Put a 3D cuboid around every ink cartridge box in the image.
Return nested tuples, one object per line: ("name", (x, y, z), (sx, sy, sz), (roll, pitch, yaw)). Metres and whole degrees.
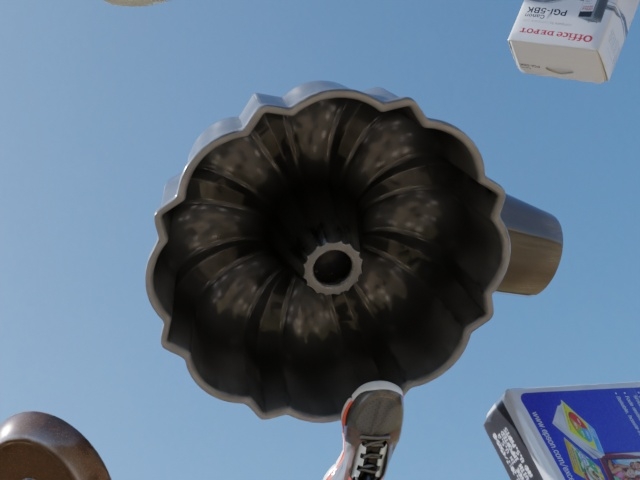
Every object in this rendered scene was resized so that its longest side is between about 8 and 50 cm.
("ink cartridge box", (0.343, 0.267, 1.045), (0.307, 0.303, 0.072), (3, -46, -30))
("ink cartridge box", (0.262, -0.235, 1.140), (0.099, 0.135, 0.056), (13, -21, 30))

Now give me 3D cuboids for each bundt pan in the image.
("bundt pan", (0.000, 0.000, 1.036), (0.331, 0.124, 0.330), (-5, -64, -10))

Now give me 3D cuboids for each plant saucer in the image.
("plant saucer", (-0.278, 0.254, 1.122), (0.168, 0.168, 0.029), (-37, -6, 31))

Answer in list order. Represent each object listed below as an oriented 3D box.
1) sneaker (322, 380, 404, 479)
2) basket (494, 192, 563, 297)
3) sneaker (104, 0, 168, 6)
("sneaker", (0.045, 0.203, 1.029), (0.061, 0.065, 0.158), (8, -64, -14))
("basket", (0.210, -0.006, 1.570), (0.227, 0.204, 0.154), (16, -44, -21))
("sneaker", (-0.123, -0.251, 0.936), (0.152, 0.084, 0.058), (-17, -10, -13))
